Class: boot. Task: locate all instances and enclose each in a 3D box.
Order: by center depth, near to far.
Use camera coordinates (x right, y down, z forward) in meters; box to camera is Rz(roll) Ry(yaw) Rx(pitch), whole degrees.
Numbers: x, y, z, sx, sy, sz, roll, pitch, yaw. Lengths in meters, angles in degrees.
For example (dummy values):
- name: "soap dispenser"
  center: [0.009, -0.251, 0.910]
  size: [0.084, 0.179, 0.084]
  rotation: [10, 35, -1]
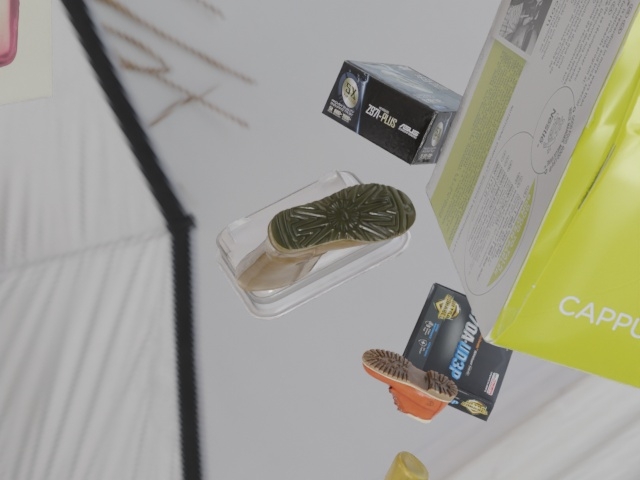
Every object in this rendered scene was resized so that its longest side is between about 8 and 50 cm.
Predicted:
- name: "boot"
  center: [0.000, 0.000, 1.979]
  size: [0.236, 0.089, 0.269]
  rotation: [-7, 166, -14]
- name: "boot"
  center: [0.123, 0.228, 1.994]
  size: [0.085, 0.158, 0.059]
  rotation: [-57, -170, 33]

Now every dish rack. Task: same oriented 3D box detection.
- name: "dish rack"
  center: [-0.027, -0.010, 2.412]
  size: [0.333, 0.072, 0.285]
  rotation: [-28, -141, -8]

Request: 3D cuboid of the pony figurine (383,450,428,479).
- name: "pony figurine"
  center: [-0.007, 0.379, 1.242]
  size: [0.363, 0.303, 0.351]
  rotation: [-54, 163, 16]

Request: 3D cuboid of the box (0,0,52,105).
- name: "box"
  center: [-0.440, -0.297, 1.655]
  size: [0.148, 0.232, 0.127]
  rotation: [10, -164, 26]

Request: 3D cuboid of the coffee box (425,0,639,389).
- name: "coffee box"
  center: [0.318, -0.080, 1.061]
  size: [0.334, 0.337, 0.338]
  rotation: [-100, -150, -67]

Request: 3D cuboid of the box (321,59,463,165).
- name: "box"
  center: [0.115, -0.165, 1.669]
  size: [0.180, 0.147, 0.077]
  rotation: [-7, 126, -59]

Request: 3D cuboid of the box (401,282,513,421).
- name: "box"
  center: [0.239, 0.189, 2.220]
  size: [0.220, 0.175, 0.051]
  rotation: [-60, 171, -46]
